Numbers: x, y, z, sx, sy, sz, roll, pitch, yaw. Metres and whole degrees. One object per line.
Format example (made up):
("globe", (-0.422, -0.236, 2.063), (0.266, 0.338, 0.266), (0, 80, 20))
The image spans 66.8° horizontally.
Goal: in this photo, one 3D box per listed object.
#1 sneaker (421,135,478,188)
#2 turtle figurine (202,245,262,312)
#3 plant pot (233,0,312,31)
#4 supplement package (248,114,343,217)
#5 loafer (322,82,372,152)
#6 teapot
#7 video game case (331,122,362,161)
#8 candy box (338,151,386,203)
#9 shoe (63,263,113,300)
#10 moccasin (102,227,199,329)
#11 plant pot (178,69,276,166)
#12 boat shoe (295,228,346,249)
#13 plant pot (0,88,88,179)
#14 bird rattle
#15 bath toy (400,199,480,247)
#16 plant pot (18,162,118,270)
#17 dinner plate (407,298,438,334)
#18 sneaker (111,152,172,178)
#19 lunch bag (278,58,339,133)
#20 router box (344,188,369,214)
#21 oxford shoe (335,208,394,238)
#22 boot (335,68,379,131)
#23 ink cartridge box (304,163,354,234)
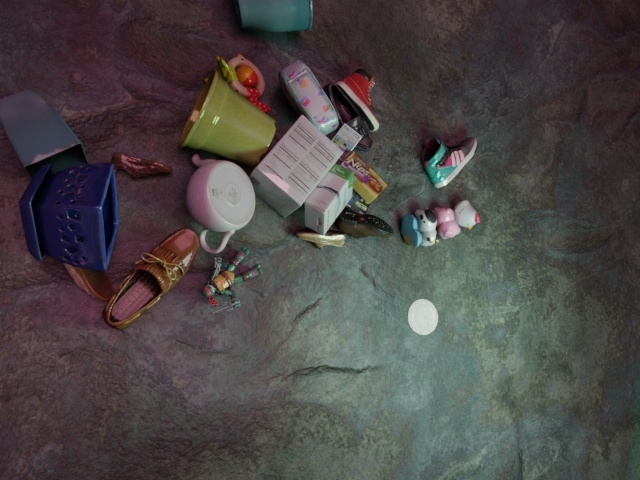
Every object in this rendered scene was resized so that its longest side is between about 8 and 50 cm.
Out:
("sneaker", (0.528, -0.379, 2.038), (0.178, 0.124, 0.295), (48, 68, -18))
("turtle figurine", (-0.311, 0.127, 1.603), (0.234, 0.118, 0.175), (-40, 112, -38))
("plant pot", (-0.188, -0.888, 1.769), (0.255, 0.271, 0.271), (-14, 86, -8))
("supplement package", (-0.098, -0.255, 1.710), (0.198, 0.199, 0.262), (41, 69, -10))
("loafer", (0.104, -0.477, 1.889), (0.109, 0.095, 0.302), (-42, 97, -23))
("teapot", (-0.352, -0.130, 1.601), (0.252, 0.187, 0.256), (54, 41, -32))
("video game case", (0.090, -0.379, 1.877), (0.087, 0.011, 0.122), (35, 103, -13))
("candy box", (0.157, -0.243, 1.868), (0.186, 0.053, 0.109), (46, 47, -3))
("shoe", (-0.717, 0.097, 1.479), (0.219, 0.058, 0.076), (55, 35, -10))
("moccasin", (-0.519, 0.108, 1.502), (0.139, 0.147, 0.380), (48, 67, -8))
("plant pot", (-0.299, -0.381, 1.629), (0.254, 0.276, 0.276), (24, 72, -25))
("boat shoe", (0.000, 0.000, 1.782), (0.190, 0.068, 0.072), (5, 108, -14))
("plant pot", (-0.842, -0.313, 1.444), (0.166, 0.165, 0.234), (-34, 87, -24))
("bird rattle", (-0.270, -0.566, 1.742), (0.254, 0.143, 0.206), (35, 53, -16))
("bath toy", (0.499, -0.064, 1.962), (0.348, 0.129, 0.151), (-15, 121, -23))
("plant pot", (-0.707, -0.075, 1.380), (0.212, 0.235, 0.236), (4, 38, -15))
("dinner plate", (0.409, 0.302, 1.921), (0.141, 0.017, 0.141), (3, 81, -22))
("sneaker", (-0.586, -0.232, 1.592), (0.189, 0.066, 0.071), (13, 93, -14))
("lunch bag", (-0.043, -0.499, 1.770), (0.108, 0.224, 0.279), (-33, 95, -3))
("router box", (0.130, -0.152, 1.874), (0.122, 0.038, 0.092), (29, 72, -15))
("oxford shoe", (0.166, -0.048, 1.845), (0.227, 0.096, 0.082), (16, 40, -6))
("boot", (0.191, -0.570, 1.950), (0.176, 0.088, 0.244), (-39, 93, -25))
("ink cartridge box", (0.031, -0.145, 1.728), (0.087, 0.153, 0.208), (27, 60, 15))
